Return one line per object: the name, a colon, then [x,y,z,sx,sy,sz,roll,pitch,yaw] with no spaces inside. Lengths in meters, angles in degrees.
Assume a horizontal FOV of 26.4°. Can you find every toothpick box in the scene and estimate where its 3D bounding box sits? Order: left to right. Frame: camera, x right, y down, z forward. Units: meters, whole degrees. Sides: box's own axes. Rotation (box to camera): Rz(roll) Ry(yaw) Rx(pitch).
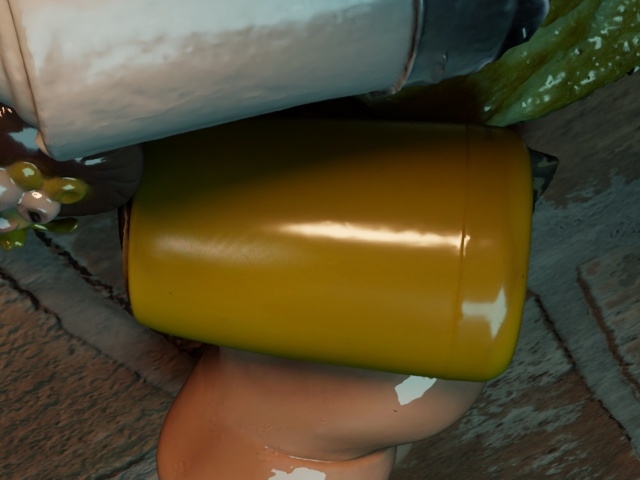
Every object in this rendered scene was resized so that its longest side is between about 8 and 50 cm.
toothpick box: [0.000,0.000,0.929,0.271,0.175,0.175,5,147,3]

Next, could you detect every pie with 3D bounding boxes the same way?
pie: [0.150,-0.179,0.916,0.323,0.071,0.323,-20,152,-11]

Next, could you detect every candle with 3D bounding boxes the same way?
candle: [-0.067,-0.159,0.657,0.342,0.221,0.221,-13,147,-11]

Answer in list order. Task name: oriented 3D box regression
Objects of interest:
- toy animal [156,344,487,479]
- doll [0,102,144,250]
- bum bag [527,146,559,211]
toy animal: [0.006,0.127,1.139,0.326,0.237,0.269,-19,110,29]
doll: [-0.182,-0.043,0.858,0.145,0.096,0.188,8,148,2]
bum bag: [0.122,-0.010,1.145,0.102,0.069,0.248,19,142,0]
